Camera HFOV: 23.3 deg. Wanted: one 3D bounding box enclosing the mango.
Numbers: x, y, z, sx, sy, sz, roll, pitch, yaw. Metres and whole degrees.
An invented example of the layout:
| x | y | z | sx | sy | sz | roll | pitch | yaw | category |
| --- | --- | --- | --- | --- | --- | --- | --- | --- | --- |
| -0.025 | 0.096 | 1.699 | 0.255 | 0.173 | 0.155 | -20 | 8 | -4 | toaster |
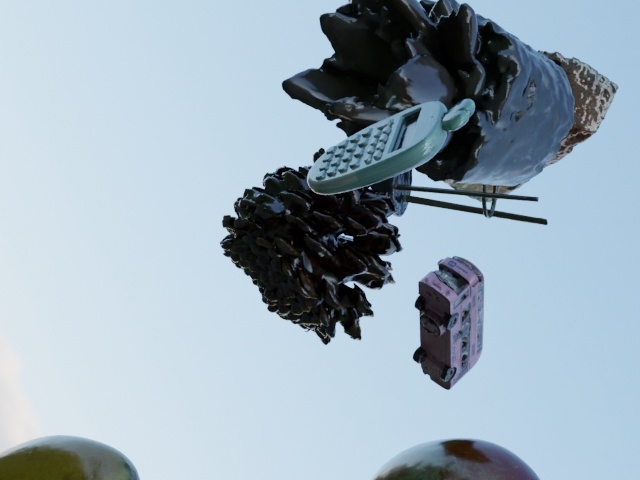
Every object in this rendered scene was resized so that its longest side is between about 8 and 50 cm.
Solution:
| x | y | z | sx | sy | sz | roll | pitch | yaw | category |
| --- | --- | --- | --- | --- | --- | --- | --- | --- | --- |
| -0.310 | 0.321 | 1.547 | 0.211 | 0.317 | 0.173 | 43 | -2 | 41 | mango |

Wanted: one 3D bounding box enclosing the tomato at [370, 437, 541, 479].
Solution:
| x | y | z | sx | sy | sz | roll | pitch | yaw | category |
| --- | --- | --- | --- | --- | --- | --- | --- | --- | --- |
| 0.152 | 0.374 | 1.870 | 0.270 | 0.222 | 0.270 | 26 | -58 | 50 | tomato |

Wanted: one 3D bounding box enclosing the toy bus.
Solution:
| x | y | z | sx | sy | sz | roll | pitch | yaw | category |
| --- | --- | --- | --- | --- | --- | --- | --- | --- | --- |
| 0.169 | 0.108 | 2.025 | 0.063 | 0.090 | 0.203 | 34 | -30 | 29 | toy bus |

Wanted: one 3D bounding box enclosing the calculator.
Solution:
| x | y | z | sx | sy | sz | roll | pitch | yaw | category |
| --- | --- | --- | --- | --- | --- | --- | --- | --- | --- |
| 0.057 | -0.077 | 1.258 | 0.021 | 0.153 | 0.095 | 61 | 24 | -23 | calculator |

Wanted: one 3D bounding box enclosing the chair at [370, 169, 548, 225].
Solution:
| x | y | z | sx | sy | sz | roll | pitch | yaw | category |
| --- | --- | --- | --- | --- | --- | --- | --- | --- | --- |
| 0.167 | -0.065 | 1.886 | 0.221 | 0.104 | 0.095 | 7 | -47 | 14 | chair |

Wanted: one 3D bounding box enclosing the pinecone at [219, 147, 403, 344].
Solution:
| x | y | z | sx | sy | sz | roll | pitch | yaw | category |
| --- | --- | --- | --- | --- | --- | --- | --- | --- | --- |
| 0.000 | 0.000 | 1.813 | 0.221 | 0.221 | 0.221 | 49 | -23 | 29 | pinecone |

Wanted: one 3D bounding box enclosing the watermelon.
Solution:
| x | y | z | sx | sy | sz | roll | pitch | yaw | category |
| --- | --- | --- | --- | --- | --- | --- | --- | --- | --- |
| 0.261 | -0.163 | 2.036 | 0.256 | 0.140 | 0.193 | -17 | -33 | 40 | watermelon |

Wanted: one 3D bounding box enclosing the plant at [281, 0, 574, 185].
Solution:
| x | y | z | sx | sy | sz | roll | pitch | yaw | category |
| --- | --- | --- | --- | --- | --- | --- | --- | --- | --- |
| 0.112 | -0.151 | 1.582 | 0.320 | 0.194 | 0.181 | 16 | 13 | -46 | plant |
